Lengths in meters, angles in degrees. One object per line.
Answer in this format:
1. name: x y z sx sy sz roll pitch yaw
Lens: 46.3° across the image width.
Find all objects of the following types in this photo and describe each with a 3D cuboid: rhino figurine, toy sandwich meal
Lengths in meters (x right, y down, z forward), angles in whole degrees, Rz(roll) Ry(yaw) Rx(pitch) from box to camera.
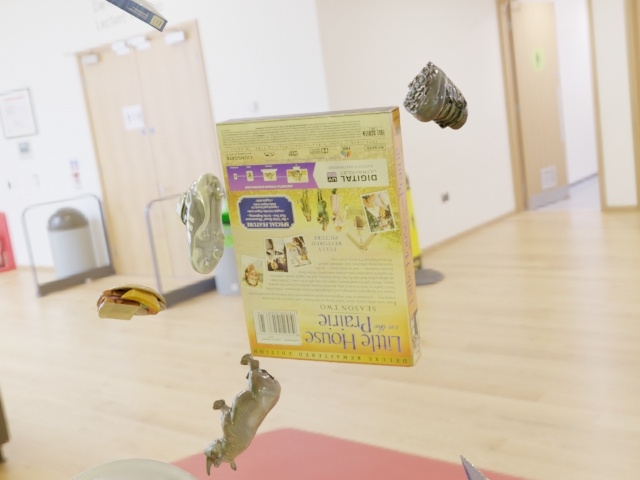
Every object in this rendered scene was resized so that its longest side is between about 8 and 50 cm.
1. rhino figurine: -0.159 0.347 1.434 0.106 0.243 0.073 32 3 42
2. toy sandwich meal: -0.237 0.082 0.938 0.085 0.029 0.085 0 -33 0

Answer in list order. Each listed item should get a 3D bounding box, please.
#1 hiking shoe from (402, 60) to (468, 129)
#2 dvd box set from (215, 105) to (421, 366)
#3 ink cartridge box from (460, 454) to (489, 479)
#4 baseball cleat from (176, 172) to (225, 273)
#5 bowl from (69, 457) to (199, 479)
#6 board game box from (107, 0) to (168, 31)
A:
1. hiking shoe: 0.207 -0.234 1.254 0.086 0.114 0.227 -49 8 25
2. dvd box set: 0.000 0.000 1.237 0.307 0.420 0.062 -1 17 24
3. ink cartridge box: 0.314 0.516 1.106 0.072 0.304 0.307 -31 29 -19
4. baseball cleat: -0.228 -0.024 1.416 0.072 0.206 0.109 24 -32 -36
5. bowl: -0.260 0.456 0.998 0.298 0.298 0.134 -9 0 -8
6. board game box: -0.247 -0.306 0.954 0.090 0.020 0.090 24 17 -36
